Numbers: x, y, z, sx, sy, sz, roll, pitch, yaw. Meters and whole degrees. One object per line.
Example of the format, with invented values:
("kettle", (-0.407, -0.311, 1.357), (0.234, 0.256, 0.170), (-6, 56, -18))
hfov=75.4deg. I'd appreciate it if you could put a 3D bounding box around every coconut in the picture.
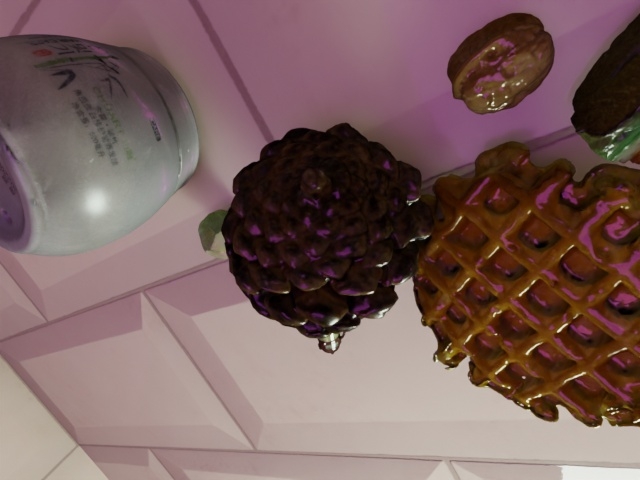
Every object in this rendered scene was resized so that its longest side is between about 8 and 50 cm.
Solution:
("coconut", (-0.155, -0.011, 0.669), (0.082, 0.081, 0.083), (18, 117, -26))

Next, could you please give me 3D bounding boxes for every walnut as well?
("walnut", (0.172, -0.168, 0.402), (0.096, 0.082, 0.079), (-32, 69, 32))

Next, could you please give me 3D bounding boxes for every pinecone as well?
("pinecone", (-0.001, -0.013, 0.498), (0.243, 0.243, 0.257), (50, 170, -7))

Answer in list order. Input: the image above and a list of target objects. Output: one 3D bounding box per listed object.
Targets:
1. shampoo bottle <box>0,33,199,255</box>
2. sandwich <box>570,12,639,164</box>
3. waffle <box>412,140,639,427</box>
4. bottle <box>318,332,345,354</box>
("shampoo bottle", (-0.332, -0.131, 0.566), (0.272, 0.266, 0.273), (15, 125, 22))
("sandwich", (0.325, -0.126, 0.337), (0.159, 0.109, 0.184), (33, 129, -19))
("waffle", (0.232, 0.055, 0.455), (0.302, 0.068, 0.325), (1, 110, 45))
("bottle", (0.010, 0.146, 0.696), (0.063, 0.047, 0.101), (28, 138, 46))
